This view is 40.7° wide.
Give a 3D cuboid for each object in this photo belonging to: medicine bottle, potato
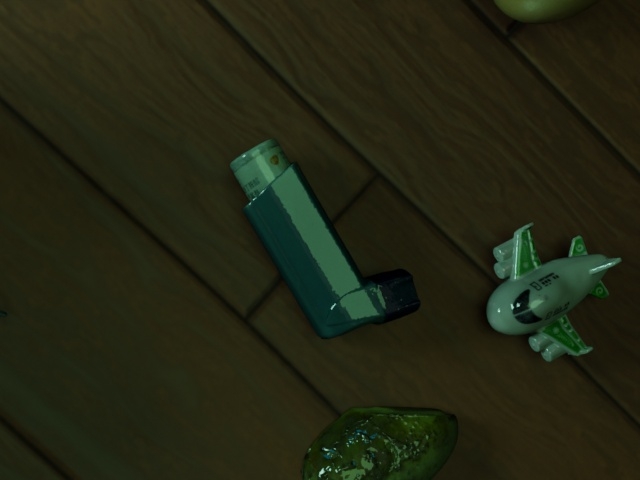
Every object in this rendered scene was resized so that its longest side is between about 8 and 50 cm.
[{"bbox_3d":[0.000,0.000,0.988,0.124,0.079,0.258,-33,92,-11],"label":"medicine bottle"},{"bbox_3d":[0.077,0.249,0.997,0.198,0.054,0.119,-9,84,-15],"label":"potato"}]

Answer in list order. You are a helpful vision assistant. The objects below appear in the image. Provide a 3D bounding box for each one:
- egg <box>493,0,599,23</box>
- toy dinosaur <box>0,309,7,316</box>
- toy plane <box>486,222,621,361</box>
[{"bbox_3d":[0.289,-0.378,1.040,0.201,0.201,0.244,27,91,-10],"label":"egg"},{"bbox_3d":[-0.405,0.141,0.892,0.080,0.045,0.197,41,84,-18],"label":"toy dinosaur"},{"bbox_3d":[0.281,0.061,1.053,0.174,0.080,0.174,1,85,-12],"label":"toy plane"}]
